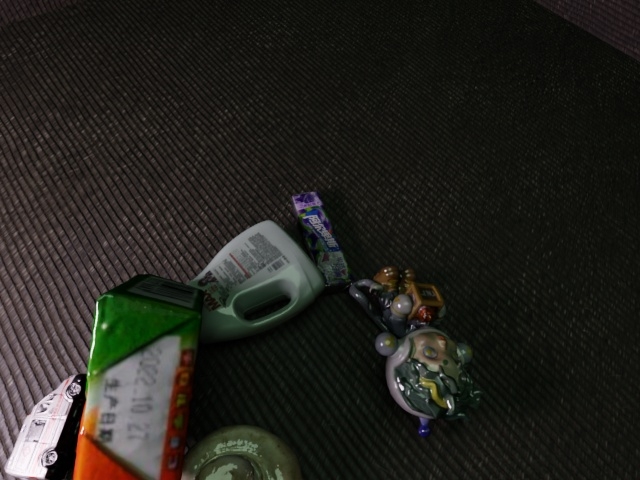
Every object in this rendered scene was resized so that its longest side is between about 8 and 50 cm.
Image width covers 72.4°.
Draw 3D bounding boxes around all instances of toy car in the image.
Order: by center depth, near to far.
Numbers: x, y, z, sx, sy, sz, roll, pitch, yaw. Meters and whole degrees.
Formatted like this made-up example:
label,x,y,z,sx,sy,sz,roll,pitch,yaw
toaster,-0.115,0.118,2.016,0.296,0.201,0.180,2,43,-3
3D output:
label,x,y,z,sx,sy,sz,roll,pitch,yaw
toy car,-0.548,0.380,0.903,0.108,0.089,0.210,4,61,5

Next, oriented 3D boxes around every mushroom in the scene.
label,x,y,z,sx,sy,sz,roll,pitch,yaw
mushroom,-0.148,0.470,0.818,0.254,0.184,0.255,0,44,0

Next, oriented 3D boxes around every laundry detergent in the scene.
label,x,y,z,sx,sy,sz,roll,pitch,yaw
laundry detergent,-0.210,0.139,1.055,0.397,0.125,0.264,-35,63,-21

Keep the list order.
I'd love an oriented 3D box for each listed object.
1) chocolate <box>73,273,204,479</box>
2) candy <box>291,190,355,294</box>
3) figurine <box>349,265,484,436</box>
label,x,y,z,sx,sy,sz,roll,pitch,yaw
chocolate,-0.312,0.246,0.803,0.161,0.360,0.342,7,89,-14
candy,0.000,0.000,1.193,0.088,0.061,0.312,-13,59,-14
figurine,0.228,0.228,0.996,0.260,0.186,0.382,2,51,-15
